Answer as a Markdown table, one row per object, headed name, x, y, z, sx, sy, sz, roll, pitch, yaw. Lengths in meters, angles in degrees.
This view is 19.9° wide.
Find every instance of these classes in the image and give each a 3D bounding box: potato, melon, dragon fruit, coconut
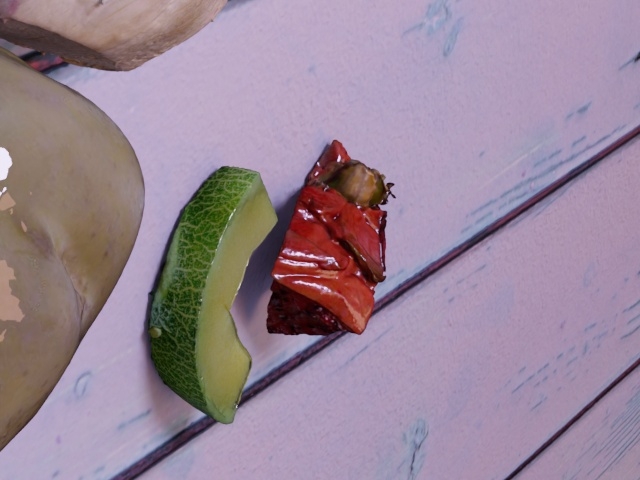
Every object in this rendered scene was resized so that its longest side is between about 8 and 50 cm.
| name | x | y | z | sx | sy | sz | roll | pitch | yaw |
| --- | --- | --- | --- | --- | --- | --- | --- | --- | --- |
| potato | -0.252 | 0.034 | 1.047 | 0.326 | 0.221 | 0.243 | -55 | 178 | -15 |
| melon | -0.089 | 0.042 | 1.505 | 0.118 | 0.064 | 0.209 | 17 | 91 | -60 |
| dragon fruit | 0.019 | 0.004 | 1.613 | 0.122 | 0.092 | 0.192 | 101 | 6 | -48 |
| coconut | -0.134 | -0.200 | 1.140 | 0.194 | 0.194 | 0.194 | -38 | 138 | -44 |
